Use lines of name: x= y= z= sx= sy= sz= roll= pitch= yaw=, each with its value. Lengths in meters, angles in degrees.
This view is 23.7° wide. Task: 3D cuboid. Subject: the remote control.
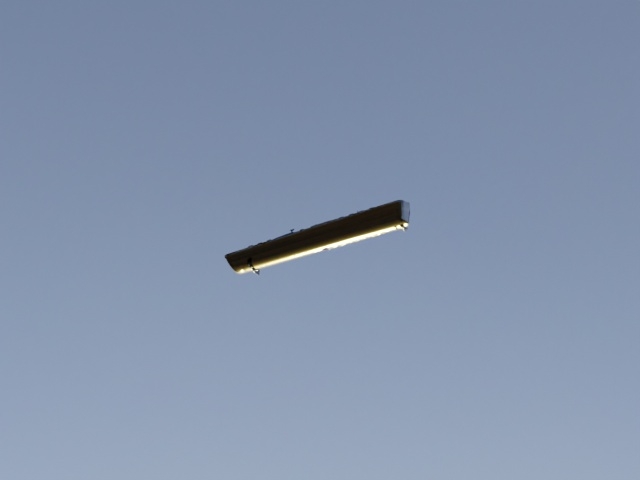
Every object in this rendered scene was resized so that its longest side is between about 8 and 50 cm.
remote control: x=0.000 y=0.000 z=0.735 sx=0.091 sy=0.034 sz=0.016 roll=-17 pitch=-94 yaw=10
